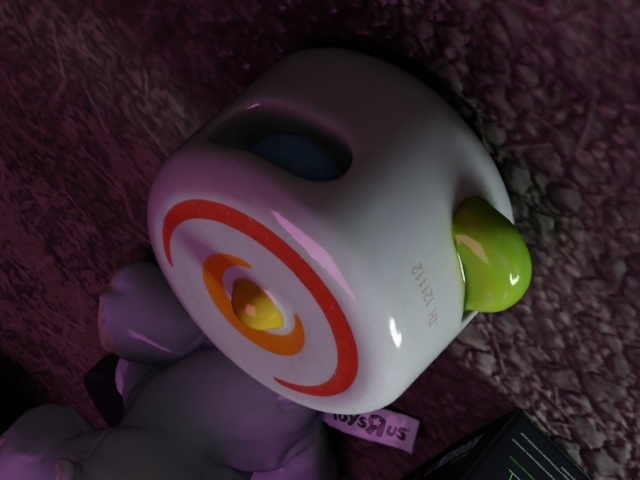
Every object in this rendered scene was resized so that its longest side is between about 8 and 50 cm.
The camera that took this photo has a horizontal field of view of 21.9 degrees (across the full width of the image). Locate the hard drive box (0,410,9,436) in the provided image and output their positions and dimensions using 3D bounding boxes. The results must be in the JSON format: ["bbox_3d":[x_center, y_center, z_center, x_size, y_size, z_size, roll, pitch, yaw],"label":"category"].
[{"bbox_3d":[-0.367,0.231,1.640,0.089,0.181,0.232,-9,134,2],"label":"hard drive box"}]

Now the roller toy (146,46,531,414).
[{"bbox_3d":[0.000,0.000,0.965,0.191,0.146,0.209,48,150,-5],"label":"roller toy"}]

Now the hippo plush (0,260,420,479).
[{"bbox_3d":[-0.105,0.178,1.215,0.294,0.236,0.234,14,138,41],"label":"hippo plush"}]

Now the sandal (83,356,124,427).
[{"bbox_3d":[-0.143,0.217,1.484,0.097,0.054,0.254,-4,125,52],"label":"sandal"}]

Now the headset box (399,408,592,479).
[{"bbox_3d":[0.048,0.283,1.114,0.131,0.283,0.246,44,150,1],"label":"headset box"}]
